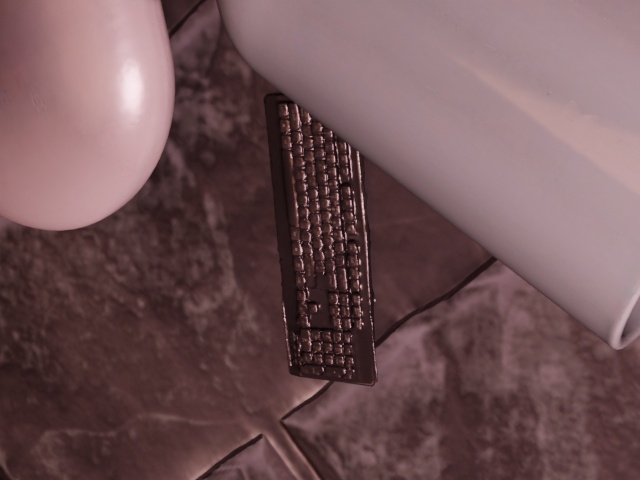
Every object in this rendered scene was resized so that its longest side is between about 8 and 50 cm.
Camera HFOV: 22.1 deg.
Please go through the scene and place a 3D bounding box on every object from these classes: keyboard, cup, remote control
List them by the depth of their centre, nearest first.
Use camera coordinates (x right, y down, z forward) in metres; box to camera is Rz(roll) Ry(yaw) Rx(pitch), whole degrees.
[{"bbox_3d":[0.101,-0.110,0.889,0.312,0.205,0.205,37,117,16],"label":"cup"},{"bbox_3d":[-0.001,0.000,1.085,0.074,0.015,0.196,2,104,29],"label":"keyboard"},{"bbox_3d":[-0.201,-0.169,1.097,0.221,0.103,0.332,-7,99,34],"label":"remote control"}]
